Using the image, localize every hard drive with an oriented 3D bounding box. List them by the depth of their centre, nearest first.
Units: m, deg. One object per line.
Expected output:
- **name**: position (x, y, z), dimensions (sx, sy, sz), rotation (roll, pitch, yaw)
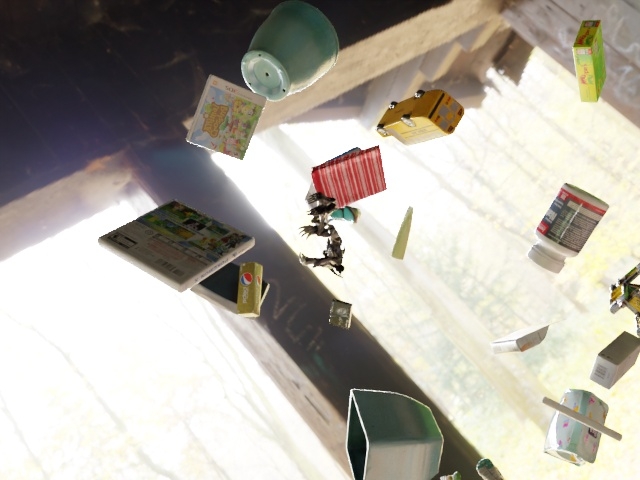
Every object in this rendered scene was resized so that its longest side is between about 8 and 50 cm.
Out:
- **hard drive**: position (-0.318, 0.162, 2.244), dimensions (0.054, 0.254, 0.172), rotation (-54, 11, 54)

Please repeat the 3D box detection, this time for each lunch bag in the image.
- **lunch bag**: position (0.860, 0.628, 2.112), dimensions (0.224, 0.160, 0.262), rotation (-65, -20, -18)

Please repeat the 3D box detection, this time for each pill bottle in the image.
- **pill bottle**: position (0.528, -0.024, 1.358), dimensions (0.108, 0.108, 0.180), rotation (-8, -52, -61)

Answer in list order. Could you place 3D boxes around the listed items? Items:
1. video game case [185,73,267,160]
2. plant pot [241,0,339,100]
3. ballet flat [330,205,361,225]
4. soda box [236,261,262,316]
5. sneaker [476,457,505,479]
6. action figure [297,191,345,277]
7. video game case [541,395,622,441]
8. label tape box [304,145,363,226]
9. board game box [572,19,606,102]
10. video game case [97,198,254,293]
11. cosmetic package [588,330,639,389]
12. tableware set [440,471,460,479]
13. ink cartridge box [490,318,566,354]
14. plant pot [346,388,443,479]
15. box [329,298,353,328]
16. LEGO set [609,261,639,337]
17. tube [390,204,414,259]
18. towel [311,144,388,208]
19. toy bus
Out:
- **video game case**: position (-0.286, -0.372, 1.924), dimensions (0.193, 0.023, 0.213), rotation (17, -79, -30)
- **plant pot**: position (-0.115, -0.597, 2.050), dimensions (0.255, 0.271, 0.272), rotation (-55, -8, -36)
- **ballet flat**: position (0.116, -0.105, 2.531), dimensions (0.079, 0.077, 0.221), rotation (-7, 9, -24)
- **soda box**: position (-0.244, 0.169, 2.166), dimensions (0.061, 0.182, 0.058), rotation (-5, -18, 21)
- **sneaker**: position (0.503, 0.690, 1.760), dimensions (0.065, 0.166, 0.076), rotation (-38, -59, 14)
- **action figure**: position (0.000, 0.000, 1.829), dimensions (0.140, 0.164, 0.276), rotation (-9, -53, -2)
- **video game case**: position (0.781, 0.534, 1.873), dimensions (0.026, 0.226, 0.206), rotation (-63, -30, -4)
- **label tape box**: position (0.058, -0.215, 2.651), dimensions (0.240, 0.106, 0.334), rotation (-30, -22, -36)
- **board game box**: position (0.656, -0.433, 1.530), dimensions (0.092, 0.043, 0.181), rotation (-63, -38, -22)
- **video game case**: position (-0.408, 0.004, 1.793), dimensions (0.300, 0.328, 0.036), rotation (-36, -38, -45)
- **cosmetic package**: position (1.059, 0.425, 2.246), dimensions (0.231, 0.085, 0.118), rotation (-21, -52, -37)
- **tableware set**: position (0.461, 0.886, 2.174), dimensions (0.024, 0.154, 0.104), rotation (16, -35, -24)
- **ink cartridge box**: position (0.599, 0.277, 1.804), dimensions (0.179, 0.045, 0.145), rotation (-15, -8, -18)
- **plant pot**: position (0.229, 0.620, 1.919), dimensions (0.252, 0.248, 0.247), rotation (0, -65, -9)
- **box**: position (0.065, 0.234, 2.015), dimensions (0.018, 0.067, 0.083), rotation (-34, -45, -62)
- **LEGO set**: position (0.865, 0.167, 1.518), dimensions (0.255, 0.331, 0.192), rotation (-41, -2, 30)
- **tube**: position (0.366, -0.036, 2.744), dimensions (0.062, 0.070, 0.240), rotation (7, -80, -48)
- **towel**: position (0.107, -0.218, 2.273), dimensions (0.274, 0.031, 0.199), rotation (-21, -55, -9)
- **toy bus**: position (0.299, -0.378, 1.969), dimensions (0.108, 0.130, 0.332), rotation (-59, 17, -10)
